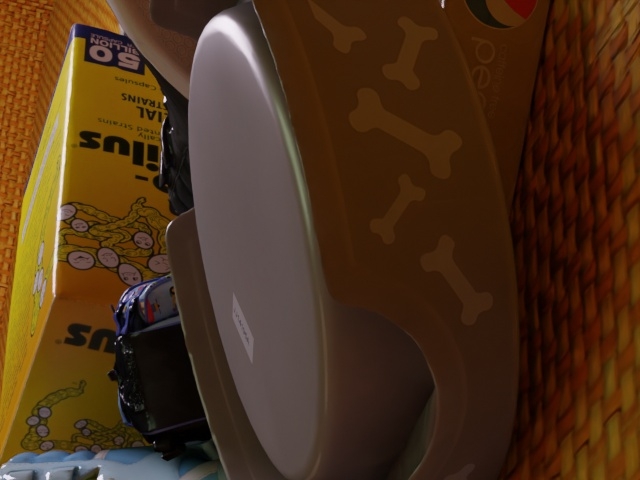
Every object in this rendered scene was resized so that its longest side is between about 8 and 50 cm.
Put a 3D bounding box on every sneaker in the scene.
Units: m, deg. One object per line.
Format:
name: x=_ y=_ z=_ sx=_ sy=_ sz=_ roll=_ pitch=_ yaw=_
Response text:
sneaker: x=-0.126 y=0.204 z=1.249 sx=0.319 sy=0.208 sz=0.127 roll=166 pitch=100 yaw=-77
sneaker: x=-0.088 y=-0.104 z=1.239 sx=0.104 sy=0.296 sz=0.147 roll=-46 pitch=14 yaw=-33

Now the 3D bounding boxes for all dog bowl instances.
dog bowl: x=0.000 y=0.000 z=0.979 sx=0.349 sy=0.102 sz=0.349 roll=170 pitch=90 yaw=-75

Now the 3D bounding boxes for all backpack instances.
backpack: x=-0.068 y=0.075 z=1.267 sx=0.173 sy=0.158 sz=0.117 roll=160 pitch=95 yaw=-76

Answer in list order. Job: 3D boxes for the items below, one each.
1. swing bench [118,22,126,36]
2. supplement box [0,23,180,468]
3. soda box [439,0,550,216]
swing bench: x=-0.132 y=-0.352 z=1.724 sx=0.255 sy=0.165 sz=0.253 roll=103 pitch=155 yaw=-77
supplement box: x=-0.139 y=0.015 z=1.526 sx=0.356 sy=0.194 sz=0.195 roll=-95 pitch=22 yaw=-49
soda box: x=0.084 y=-0.104 z=1.031 sx=0.058 sy=0.061 sz=0.181 roll=172 pitch=110 yaw=-74
